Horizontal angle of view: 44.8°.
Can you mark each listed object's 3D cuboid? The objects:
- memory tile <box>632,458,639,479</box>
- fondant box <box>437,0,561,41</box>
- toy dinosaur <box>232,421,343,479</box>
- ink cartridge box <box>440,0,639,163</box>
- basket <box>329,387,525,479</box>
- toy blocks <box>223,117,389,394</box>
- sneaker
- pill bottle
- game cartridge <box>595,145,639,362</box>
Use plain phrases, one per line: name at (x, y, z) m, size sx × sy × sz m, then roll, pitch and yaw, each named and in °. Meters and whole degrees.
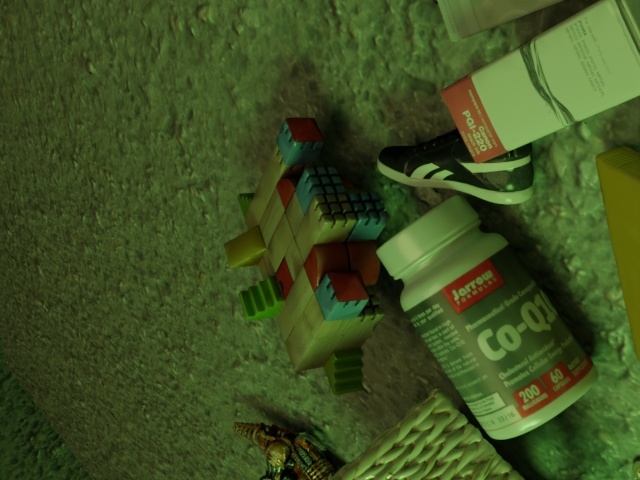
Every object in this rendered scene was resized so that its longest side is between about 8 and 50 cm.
memory tile at (0.453, 0.352, 0.988) m, size 0.113 × 0.012 × 0.148 m, roll 12°, pitch 122°, yaw 47°
fondant box at (0.228, -0.352, 0.717) m, size 0.330 × 0.096 × 0.238 m, roll -9°, pitch 106°, yaw 52°
toy dinosaur at (-0.057, 0.473, 1.630) m, size 0.322 × 0.164 × 0.218 m, roll 43°, pitch 130°, yaw 53°
ink cartridge box at (0.253, -0.167, 0.755) m, size 0.218 × 0.159 × 0.092 m, roll -25°, pitch 91°, yaw 55°
basket at (0.142, 0.424, 1.069) m, size 0.266 × 0.331 × 0.328 m, roll 47°, pitch 174°, yaw 24°
toy blocks at (0.000, 0.000, 1.144) m, size 0.261 × 0.191 × 0.381 m, roll -61°, pitch 41°, yaw 48°
sneaker at (0.167, -0.127, 0.969) m, size 0.217 × 0.079 × 0.121 m, roll 16°, pitch 122°, yaw 35°
pill bottle at (0.204, 0.092, 0.990) m, size 0.283 × 0.161 × 0.161 m, roll 56°, pitch 144°, yaw 7°
game cartridge at (0.356, 0.073, 0.724) m, size 0.323 × 0.053 × 0.285 m, roll -86°, pitch -21°, yaw -73°
